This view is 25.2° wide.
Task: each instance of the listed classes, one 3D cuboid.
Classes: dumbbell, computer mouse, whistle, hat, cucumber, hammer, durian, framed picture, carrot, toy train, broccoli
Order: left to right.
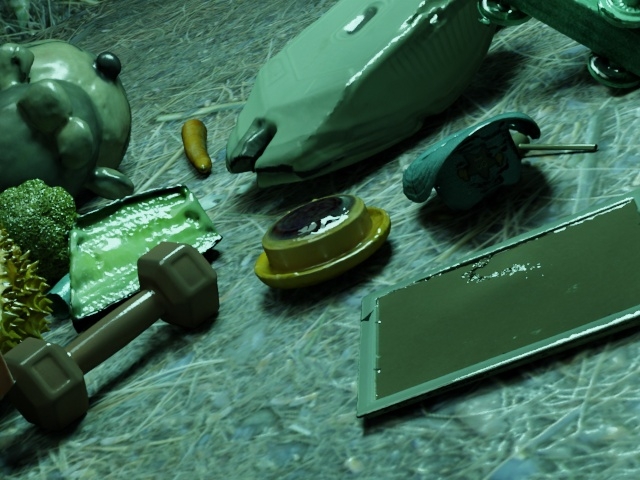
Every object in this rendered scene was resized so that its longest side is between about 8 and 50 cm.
[{"bbox_3d":[-0.364,0.118,1.439,0.249,0.138,0.183,-42,60,-7],"label":"durian"},{"bbox_3d":[-0.338,-0.011,1.736,0.131,0.130,0.120,-20,-7,37],"label":"broccoli"},{"bbox_3d":[-0.253,0.025,1.660,0.039,0.039,0.186,-10,26,36],"label":"whistle"},{"bbox_3d":[-0.199,0.089,1.385,0.231,0.092,0.082,-38,-3,-29],"label":"dumbbell"},{"bbox_3d":[-0.207,0.020,1.567,0.193,0.086,0.115,-30,65,-17],"label":"cucumber"},{"bbox_3d":[-0.164,-0.121,1.922,0.037,0.037,0.190,-25,24,2],"label":"carrot"},{"bbox_3d":[0.071,-0.201,1.699,0.429,0.145,0.228,-44,33,-15],"label":"computer mouse"},{"bbox_3d":[0.150,-0.070,1.385,0.138,0.078,0.191,-27,2,-3],"label":"hat"},{"bbox_3d":[0.157,0.049,1.168,0.273,0.016,0.216,-21,22,12],"label":"framed picture"},{"bbox_3d":[0.229,-0.092,1.429,0.110,0.019,0.035,5,36,45],"label":"hammer"},{"bbox_3d":[0.294,-0.278,1.540,0.285,0.116,0.177,35,58,30],"label":"toy train"}]

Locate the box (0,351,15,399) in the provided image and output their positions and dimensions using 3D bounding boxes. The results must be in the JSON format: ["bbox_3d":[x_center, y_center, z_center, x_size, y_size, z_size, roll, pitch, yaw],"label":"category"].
[{"bbox_3d":[-0.509,0.196,1.210,0.344,0.122,0.385,-4,31,28],"label":"box"}]

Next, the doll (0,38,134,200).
[{"bbox_3d":[-0.428,-0.131,1.955,0.378,0.252,0.382,-23,14,6],"label":"doll"}]

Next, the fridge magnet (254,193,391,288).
[{"bbox_3d":[0.000,0.000,1.397,0.143,0.063,0.143,-21,18,7],"label":"fridge magnet"}]
